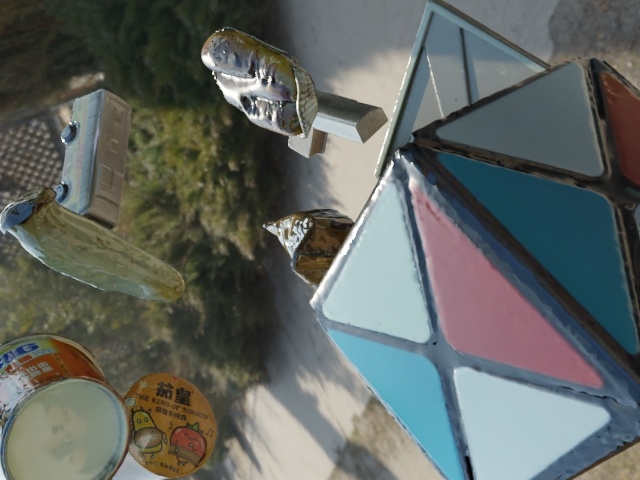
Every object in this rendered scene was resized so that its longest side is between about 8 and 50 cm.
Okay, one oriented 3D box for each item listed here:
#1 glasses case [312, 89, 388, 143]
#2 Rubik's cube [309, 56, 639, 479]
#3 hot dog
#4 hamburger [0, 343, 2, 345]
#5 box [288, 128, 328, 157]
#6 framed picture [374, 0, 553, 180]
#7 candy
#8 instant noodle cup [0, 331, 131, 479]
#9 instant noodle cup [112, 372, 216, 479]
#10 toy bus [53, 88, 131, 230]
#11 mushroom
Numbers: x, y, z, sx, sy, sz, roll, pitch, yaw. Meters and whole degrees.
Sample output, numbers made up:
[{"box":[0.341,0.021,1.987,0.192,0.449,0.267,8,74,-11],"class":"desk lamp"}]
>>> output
[{"box":[0.034,-0.238,1.473,0.205,0.071,0.047,27,155,51],"class":"glasses case"},{"box":[0.178,0.037,0.631,0.250,0.246,0.248,49,145,19],"class":"Rubik's cube"},{"box":[-0.108,-0.271,1.355,0.270,0.081,0.163,32,146,35],"class":"hot dog"},{"box":[-0.763,0.331,1.791,0.189,0.122,0.215,-6,115,42],"class":"hamburger"},{"box":[-0.031,-0.276,1.981,0.089,0.062,0.122,32,133,23],"class":"box"},{"box":[0.202,-0.143,1.085,0.240,0.020,0.324,38,140,22],"class":"framed picture"},{"box":[0.000,0.000,1.186,0.271,0.143,0.101,-137,50,-72],"class":"candy"},{"box":[-0.488,0.329,1.410,0.214,0.296,0.297,9,124,54],"class":"instant noodle cup"},{"box":[-0.347,0.401,1.591,0.172,0.215,0.216,-38,75,40],"class":"instant noodle cup"},{"box":[-0.397,-0.132,1.367,0.092,0.106,0.268,33,-130,-49],"class":"toy bus"},{"box":[-0.366,0.024,1.266,0.333,0.107,0.087,38,-148,-44],"class":"mushroom"}]
